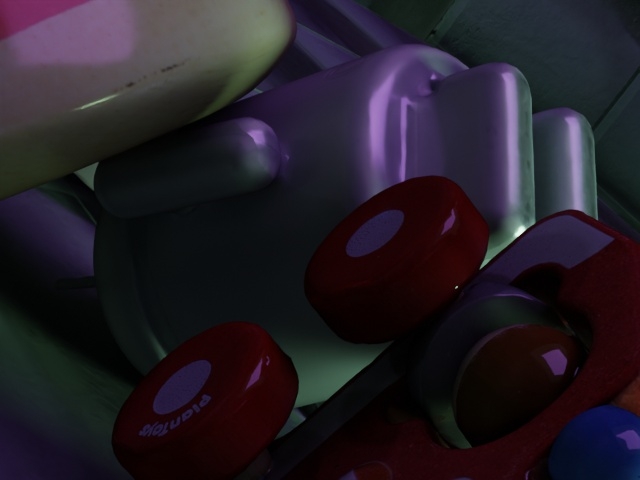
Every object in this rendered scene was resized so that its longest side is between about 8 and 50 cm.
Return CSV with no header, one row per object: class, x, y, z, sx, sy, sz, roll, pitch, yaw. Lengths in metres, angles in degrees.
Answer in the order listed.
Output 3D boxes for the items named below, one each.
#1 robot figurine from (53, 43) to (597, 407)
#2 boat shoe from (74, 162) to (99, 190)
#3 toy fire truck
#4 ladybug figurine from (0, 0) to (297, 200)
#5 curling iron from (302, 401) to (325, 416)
robot figurine,0.000,0.000,1.062,0.300,0.353,0.200,32,53,-44
boat shoe,-0.119,-0.074,1.357,0.340,0.127,0.158,49,4,-19
toy fire truck,0.052,0.113,0.811,0.169,0.302,0.254,53,-4,-23
ladybug figurine,-0.182,-0.114,0.946,0.449,0.305,0.162,-42,113,-70
curling iron,0.036,0.160,1.163,0.068,0.035,0.274,27,16,-34
